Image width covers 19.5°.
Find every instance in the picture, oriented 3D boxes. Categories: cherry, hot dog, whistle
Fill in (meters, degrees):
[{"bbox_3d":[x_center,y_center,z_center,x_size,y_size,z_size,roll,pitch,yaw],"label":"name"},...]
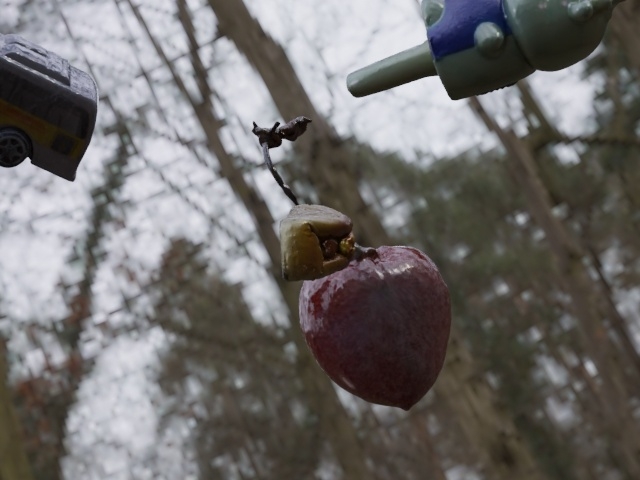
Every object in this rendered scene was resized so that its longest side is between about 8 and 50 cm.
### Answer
[{"bbox_3d":[0.027,0.011,1.300,0.107,0.225,0.090,-16,-9,-5],"label":"cherry"},{"bbox_3d":[0.000,0.000,0.885,0.034,0.030,0.090,-4,6,4],"label":"hot dog"},{"bbox_3d":[0.135,-0.167,1.510,0.244,0.092,0.110,-16,10,19],"label":"whistle"}]

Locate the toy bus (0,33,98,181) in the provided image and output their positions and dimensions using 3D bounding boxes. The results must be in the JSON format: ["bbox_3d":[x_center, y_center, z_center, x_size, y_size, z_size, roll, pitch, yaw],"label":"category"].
[{"bbox_3d":[-0.236,-0.108,1.223,0.190,0.064,0.075,24,-72,-18],"label":"toy bus"}]
